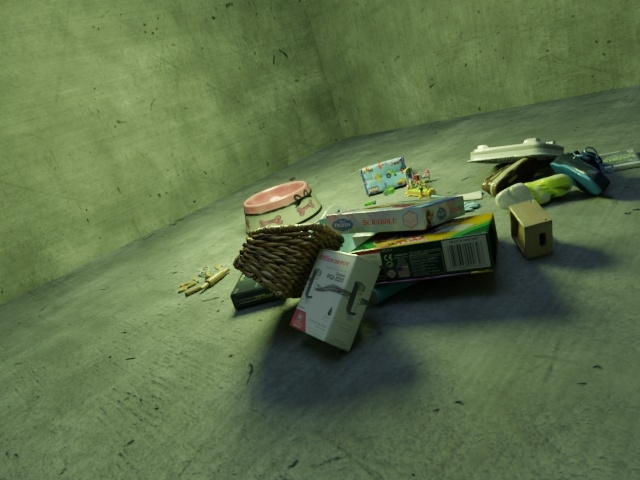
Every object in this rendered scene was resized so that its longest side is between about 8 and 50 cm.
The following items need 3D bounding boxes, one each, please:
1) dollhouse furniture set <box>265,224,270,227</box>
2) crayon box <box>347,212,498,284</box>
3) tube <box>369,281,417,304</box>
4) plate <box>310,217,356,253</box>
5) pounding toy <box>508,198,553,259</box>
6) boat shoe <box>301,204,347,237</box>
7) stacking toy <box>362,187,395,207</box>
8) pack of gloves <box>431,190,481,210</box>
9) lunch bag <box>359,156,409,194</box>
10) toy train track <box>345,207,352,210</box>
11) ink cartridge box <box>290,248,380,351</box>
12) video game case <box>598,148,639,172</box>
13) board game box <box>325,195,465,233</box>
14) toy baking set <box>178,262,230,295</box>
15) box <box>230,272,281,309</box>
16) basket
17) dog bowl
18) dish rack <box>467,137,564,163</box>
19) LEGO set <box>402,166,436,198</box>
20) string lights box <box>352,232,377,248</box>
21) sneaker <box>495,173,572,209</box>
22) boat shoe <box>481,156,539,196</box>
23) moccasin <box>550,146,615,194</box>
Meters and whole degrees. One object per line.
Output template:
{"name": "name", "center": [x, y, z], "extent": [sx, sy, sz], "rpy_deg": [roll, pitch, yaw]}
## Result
{"name": "dollhouse furniture set", "center": [-0.187, -0.031, 1.986], "extent": [0.114, 0.081, 0.091], "rpy_deg": [-2, 10, 20]}
{"name": "crayon box", "center": [0.299, 0.019, 1.281], "extent": [0.363, 0.106, 0.313], "rpy_deg": [-9, 9, 24]}
{"name": "tube", "center": [0.223, 0.114, 1.270], "extent": [0.207, 0.052, 0.080], "rpy_deg": [-22, 23, -26]}
{"name": "plate", "center": [0.049, 0.000, 1.605], "extent": [0.188, 0.188, 0.024], "rpy_deg": [-35, -15, -41]}
{"name": "pounding toy", "center": [0.581, -0.028, 1.231], "extent": [0.100, 0.141, 0.130], "rpy_deg": [-15, 34, 9]}
{"name": "boat shoe", "center": [0.000, 0.000, 1.691], "extent": [0.121, 0.119, 0.335], "rpy_deg": [31, 50, 21]}
{"name": "stacking toy", "center": [0.188, -0.105, 1.744], "extent": [0.167, 0.052, 0.221], "rpy_deg": [-35, -10, -41]}
{"name": "pack of gloves", "center": [0.496, -0.151, 1.751], "extent": [0.232, 0.046, 0.195], "rpy_deg": [-10, 20, 24]}
{"name": "lunch bag", "center": [0.336, -0.336, 2.335], "extent": [0.221, 0.138, 0.293], "rpy_deg": [-15, 7, 12]}
{"name": "toy train track", "center": [0.132, -0.142, 2.109], "extent": [0.048, 0.014, 0.083], "rpy_deg": [-21, 20, -7]}
{"name": "ink cartridge box", "center": [0.035, 0.139, 1.122], "extent": [0.158, 0.092, 0.218], "rpy_deg": [9, 73, 54]}
{"name": "video game case", "center": [1.040, -0.284, 1.651], "extent": [0.190, 0.022, 0.173], "rpy_deg": [-8, 22, 29]}
{"name": "board game box", "center": [0.235, -0.079, 1.400], "extent": [0.318, 0.066, 0.319], "rpy_deg": [-3, 8, 37]}
{"name": "toy baking set", "center": [-0.467, 0.144, 1.844], "extent": [0.197, 0.030, 0.256], "rpy_deg": [-2, 25, 40]}
{"name": "box", "center": [-0.192, 0.139, 1.559], "extent": [0.183, 0.059, 0.232], "rpy_deg": [-14, 20, 9]}
{"name": "basket", "center": [-0.090, 0.023, 1.293], "extent": [0.213, 0.223, 0.299], "rpy_deg": [30, 2, 17]}
{"name": "dog bowl", "center": [-0.209, -0.175, 2.309], "extent": [0.408, 0.150, 0.408], "rpy_deg": [-16, 19, 6]}
{"name": "dish rack", "center": [0.808, -0.365, 1.874], "extent": [0.285, 0.072, 0.333], "rpy_deg": [-7, 6, -42]}
{"name": "LEGO set", "center": [0.432, -0.266, 2.033], "extent": [0.132, 0.107, 0.287], "rpy_deg": [-14, 19, 13]}
{"name": "string lights box", "center": [0.239, -0.042, 1.636], "extent": [0.133, 0.077, 0.260], "rpy_deg": [-3, 24, 37]}
{"name": "sneaker", "center": [0.716, -0.158, 1.540], "extent": [0.240, 0.091, 0.126], "rpy_deg": [-13, 1, 17]}
{"name": "boat shoe", "center": [0.722, -0.255, 1.741], "extent": [0.257, 0.095, 0.095], "rpy_deg": [-27, 26, -22]}
{"name": "moccasin", "center": [0.871, -0.253, 1.511], "extent": [0.117, 0.138, 0.342], "rpy_deg": [-39, 14, 18]}
